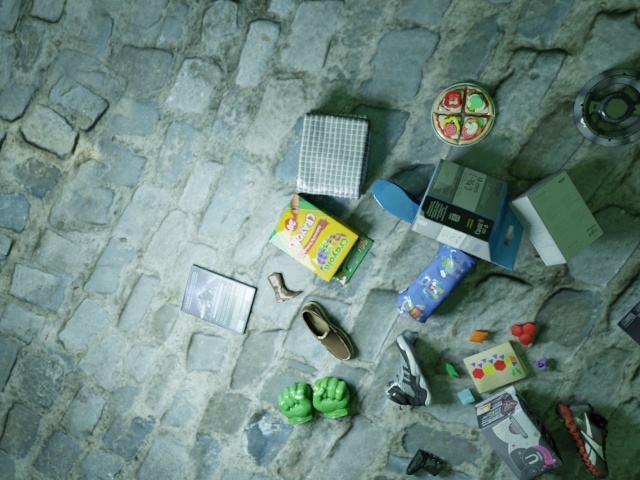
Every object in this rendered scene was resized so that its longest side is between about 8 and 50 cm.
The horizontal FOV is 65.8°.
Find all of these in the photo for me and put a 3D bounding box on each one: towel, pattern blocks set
[{"bbox_3d":[0.042,-0.290,1.670,0.234,0.121,0.284,8,100,11],"label":"towel"},{"bbox_3d":[0.603,0.433,1.698,0.324,0.026,0.286,-18,95,15],"label":"pattern blocks set"}]

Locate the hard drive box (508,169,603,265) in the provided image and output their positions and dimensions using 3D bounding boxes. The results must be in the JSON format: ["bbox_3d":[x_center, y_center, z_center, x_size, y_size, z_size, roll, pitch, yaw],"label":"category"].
[{"bbox_3d":[0.721,-0.069,1.515,0.181,0.089,0.232,-31,91,-19],"label":"hard drive box"}]

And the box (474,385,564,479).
[{"bbox_3d":[0.655,0.644,1.642,0.163,0.142,0.247,-36,98,18],"label":"box"}]

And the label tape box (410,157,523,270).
[{"bbox_3d":[0.482,-0.087,1.539,0.333,0.106,0.241,22,64,8],"label":"label tape box"}]

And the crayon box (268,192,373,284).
[{"bbox_3d":[0.000,0.000,1.746,0.318,0.081,0.202,33,104,6],"label":"crayon box"}]

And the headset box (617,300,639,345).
[{"bbox_3d":[1.042,0.237,1.430,0.131,0.283,0.246,38,104,6],"label":"headset box"}]

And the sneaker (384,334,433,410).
[{"bbox_3d":[0.286,0.475,1.740,0.152,0.101,0.269,-22,96,13],"label":"sneaker"}]

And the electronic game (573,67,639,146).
[{"bbox_3d":[0.888,-0.398,1.487,0.229,0.048,0.230,4,101,21],"label":"electronic game"}]

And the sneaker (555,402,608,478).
[{"bbox_3d":[0.894,0.652,1.626,0.135,0.097,0.276,-27,90,18],"label":"sneaker"}]

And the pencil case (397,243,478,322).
[{"bbox_3d":[0.384,0.136,1.656,0.133,0.119,0.306,42,106,13],"label":"pencil case"}]

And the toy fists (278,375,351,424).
[{"bbox_3d":[-0.026,0.593,1.839,0.278,0.096,0.143,-16,94,17],"label":"toy fists"}]

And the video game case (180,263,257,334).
[{"bbox_3d":[-0.395,0.228,1.906,0.274,0.026,0.196,19,103,11],"label":"video game case"}]

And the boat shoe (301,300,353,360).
[{"bbox_3d":[0.016,0.341,1.788,0.095,0.095,0.257,-43,87,16],"label":"boat shoe"}]

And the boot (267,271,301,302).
[{"bbox_3d":[-0.136,0.165,1.831,0.106,0.037,0.114,-21,89,13],"label":"boot"}]

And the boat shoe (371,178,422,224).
[{"bbox_3d":[0.280,-0.112,1.660,0.258,0.089,0.109,40,107,1],"label":"boat shoe"}]

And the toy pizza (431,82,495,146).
[{"bbox_3d":[0.459,-0.405,1.597,0.201,0.032,0.202,2,99,13],"label":"toy pizza"}]

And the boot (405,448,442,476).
[{"bbox_3d":[0.380,0.829,1.807,0.099,0.045,0.121,29,103,5],"label":"boot"}]
